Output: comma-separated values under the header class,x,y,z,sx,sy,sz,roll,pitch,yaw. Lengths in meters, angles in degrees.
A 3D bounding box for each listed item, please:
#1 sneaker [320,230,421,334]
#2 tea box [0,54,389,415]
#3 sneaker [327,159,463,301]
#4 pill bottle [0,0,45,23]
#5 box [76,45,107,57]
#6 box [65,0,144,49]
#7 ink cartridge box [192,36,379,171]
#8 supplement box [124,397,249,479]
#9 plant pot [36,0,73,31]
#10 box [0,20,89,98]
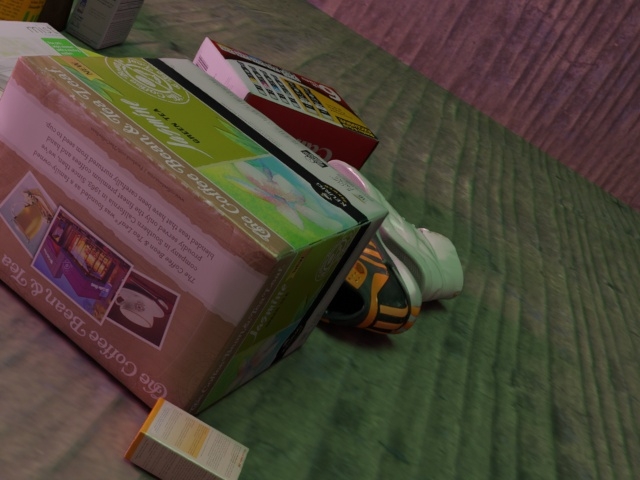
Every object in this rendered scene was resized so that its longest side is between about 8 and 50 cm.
class,x,y,z,sx,sy,sz,roll,pitch,yaw
sneaker,0.000,0.000,1.316,0.180,0.124,0.321,10,30,-47
tea box,-0.152,-0.023,1.018,0.329,0.220,0.323,37,22,12
sneaker,0.117,-0.009,1.544,0.169,0.108,0.292,6,43,-53
pill bottle,-0.460,-0.386,1.352,0.136,0.245,0.136,28,22,-12
box,-0.352,-0.248,1.487,0.109,0.042,0.178,15,26,-37
box,-0.387,-0.431,1.708,0.072,0.137,0.126,32,21,0
ink cartridge box,-0.062,-0.203,1.673,0.310,0.130,0.272,14,29,-40
supplement box,-0.119,0.193,0.843,0.098,0.036,0.062,31,21,-3
plant pot,-0.498,-0.518,1.614,0.215,0.230,0.215,28,21,-12
box,-0.370,-0.162,1.160,0.231,0.126,0.262,39,23,12
